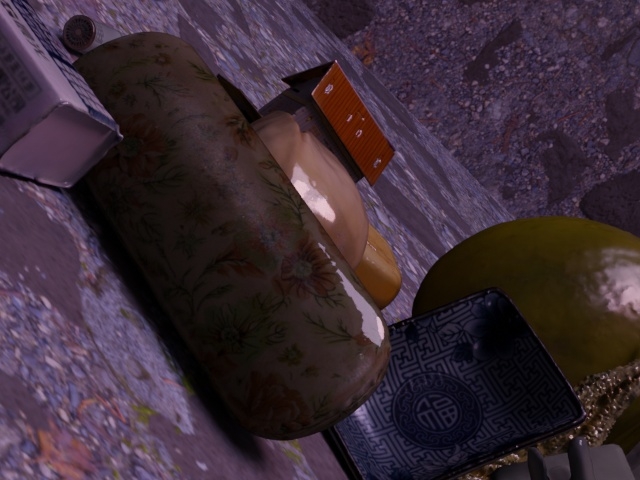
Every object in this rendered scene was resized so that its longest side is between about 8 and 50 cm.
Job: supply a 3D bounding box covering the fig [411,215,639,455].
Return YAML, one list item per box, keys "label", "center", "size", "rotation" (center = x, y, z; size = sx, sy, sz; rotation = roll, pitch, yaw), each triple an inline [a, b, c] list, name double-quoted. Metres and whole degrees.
- label: "fig"
  center: [0.278, 0.118, 1.911]
  size: [0.343, 0.343, 0.343]
  rotation: [46, 12, -13]

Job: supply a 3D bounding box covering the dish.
- label: "dish"
  center: [0.116, 0.167, 1.587]
  size: [0.182, 0.243, 0.080]
  rotation: [59, -23, 31]

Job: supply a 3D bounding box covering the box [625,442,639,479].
- label: "box"
  center: [0.566, 0.314, 2.202]
  size: [0.396, 0.396, 0.111]
  rotation: [40, 13, -40]

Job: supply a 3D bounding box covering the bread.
- label: "bread"
  center: [0.000, 0.000, 1.858]
  size: [0.217, 0.098, 0.147]
  rotation: [44, 11, -17]

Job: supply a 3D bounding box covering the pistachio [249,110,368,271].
- label: "pistachio"
  center: [-0.044, -0.036, 1.611]
  size: [0.187, 0.187, 0.299]
  rotation: [46, 11, -13]

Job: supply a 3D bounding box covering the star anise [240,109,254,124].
- label: "star anise"
  center: [-0.082, -0.096, 1.973]
  size: [0.212, 0.053, 0.157]
  rotation: [42, 15, -24]

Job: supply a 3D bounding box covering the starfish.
- label: "starfish"
  center: [0.231, 0.258, 1.700]
  size: [0.347, 0.358, 0.078]
  rotation: [13, -15, -20]

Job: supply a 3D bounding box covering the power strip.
- label: "power strip"
  center: [0.243, 0.281, 1.536]
  size: [0.140, 0.139, 0.224]
  rotation: [-88, 165, -70]

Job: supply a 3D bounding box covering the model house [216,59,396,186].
- label: "model house"
  center: [-0.011, -0.157, 2.065]
  size: [0.219, 0.136, 0.207]
  rotation: [56, -7, -22]

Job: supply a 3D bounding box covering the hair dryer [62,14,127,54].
- label: "hair dryer"
  center: [-0.203, -0.162, 1.797]
  size: [0.183, 0.044, 0.155]
  rotation: [58, 15, 15]

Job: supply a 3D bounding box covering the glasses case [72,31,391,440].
- label: "glasses case"
  center: [-0.095, -0.014, 1.413]
  size: [0.425, 0.156, 0.098]
  rotation: [55, -10, 25]

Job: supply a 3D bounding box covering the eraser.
- label: "eraser"
  center: [-0.297, -0.183, 1.389]
  size: [0.287, 0.086, 0.130]
  rotation: [53, 11, 19]
